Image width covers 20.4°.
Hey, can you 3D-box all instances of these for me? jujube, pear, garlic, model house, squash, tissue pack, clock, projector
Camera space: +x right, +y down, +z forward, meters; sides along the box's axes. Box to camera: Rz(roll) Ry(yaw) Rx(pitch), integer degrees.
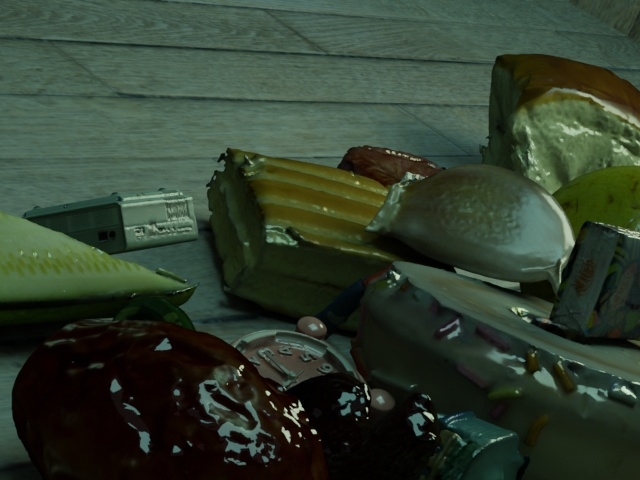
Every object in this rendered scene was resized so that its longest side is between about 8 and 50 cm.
[{"bbox_3d":[-0.120,0.164,1.384,0.290,0.197,0.197,24,18,40],"label":"jujube"},{"bbox_3d":[0.354,0.051,2.010,0.284,0.283,0.283,19,22,-8],"label":"pear"},{"bbox_3d":[0.203,-0.003,1.894,0.267,0.148,0.128,18,-25,32],"label":"garlic"},{"bbox_3d":[0.083,0.213,1.553,0.149,0.148,0.119,21,22,36],"label":"model house"},{"bbox_3d":[-0.263,0.024,1.701,0.252,0.093,0.169,-3,46,-44],"label":"squash"},{"bbox_3d":[0.298,0.042,1.749,0.060,0.108,0.148,24,9,38],"label":"tissue pack"},{"bbox_3d":[-0.039,0.154,1.636,0.162,0.092,0.166,-10,43,-39],"label":"clock"},{"bbox_3d":[-0.215,-0.014,1.792,0.147,0.061,0.115,-8,-1,37],"label":"projector"}]

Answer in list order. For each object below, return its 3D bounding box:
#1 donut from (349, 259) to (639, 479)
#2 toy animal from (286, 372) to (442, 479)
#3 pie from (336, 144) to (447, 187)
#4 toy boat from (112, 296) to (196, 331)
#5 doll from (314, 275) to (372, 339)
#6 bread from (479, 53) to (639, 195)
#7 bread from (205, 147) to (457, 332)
[{"bbox_3d":[0.203,0.143,1.737,0.383,0.142,0.382,20,7,-3],"label":"donut"},{"bbox_3d":[0.017,0.193,1.455,0.116,0.179,0.218,5,52,-35],"label":"toy animal"},{"bbox_3d":[0.122,-0.062,2.333,0.204,0.054,0.219,5,27,-38],"label":"pie"},{"bbox_3d":[-0.147,0.120,1.588,0.052,0.104,0.210,41,11,-32],"label":"toy boat"},{"bbox_3d":[0.025,0.070,1.851,0.027,0.125,0.037,50,45,3],"label":"doll"},{"bbox_3d":[0.345,-0.143,2.510,0.250,0.225,0.279,18,17,-15],"label":"bread"},{"bbox_3d":[0.000,0.000,1.990,0.246,0.111,0.239,14,22,-21],"label":"bread"}]
